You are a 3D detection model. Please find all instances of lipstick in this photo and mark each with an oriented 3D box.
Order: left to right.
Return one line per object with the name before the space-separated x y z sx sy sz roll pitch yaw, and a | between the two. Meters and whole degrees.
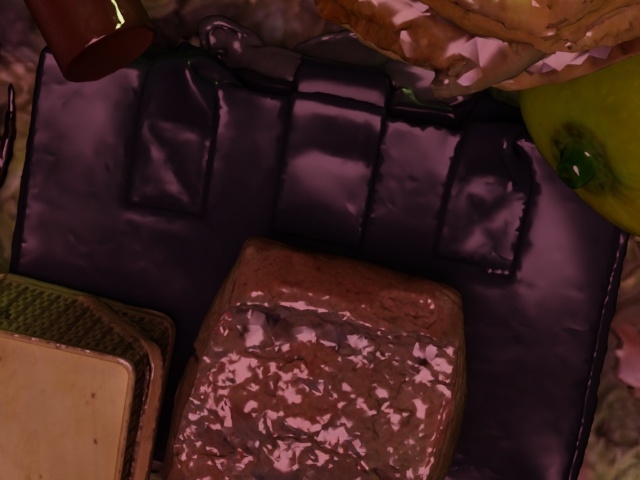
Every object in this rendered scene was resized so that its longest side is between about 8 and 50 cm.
lipstick | -0.187 -0.245 1.006 0.057 0.057 0.356 -31 78 13

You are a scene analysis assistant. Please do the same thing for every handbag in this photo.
handbag | 0.000 0.000 1.057 0.326 0.118 0.269 12 110 4

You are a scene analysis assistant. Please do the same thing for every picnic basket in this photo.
picnic basket | -0.163 0.083 1.013 0.164 0.079 0.115 14 108 7

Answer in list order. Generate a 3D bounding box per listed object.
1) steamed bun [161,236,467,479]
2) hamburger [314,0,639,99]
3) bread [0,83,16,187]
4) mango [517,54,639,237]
steamed bun | -0.003 0.092 0.973 0.145 0.106 0.175 18 107 4
hamburger | 0.100 -0.196 0.814 0.283 0.144 0.259 -26 74 -6
bread | -0.259 -0.092 1.050 0.158 0.156 0.260 4 101 5
mango | 0.219 -0.150 0.940 0.192 0.156 0.343 29 72 -8
